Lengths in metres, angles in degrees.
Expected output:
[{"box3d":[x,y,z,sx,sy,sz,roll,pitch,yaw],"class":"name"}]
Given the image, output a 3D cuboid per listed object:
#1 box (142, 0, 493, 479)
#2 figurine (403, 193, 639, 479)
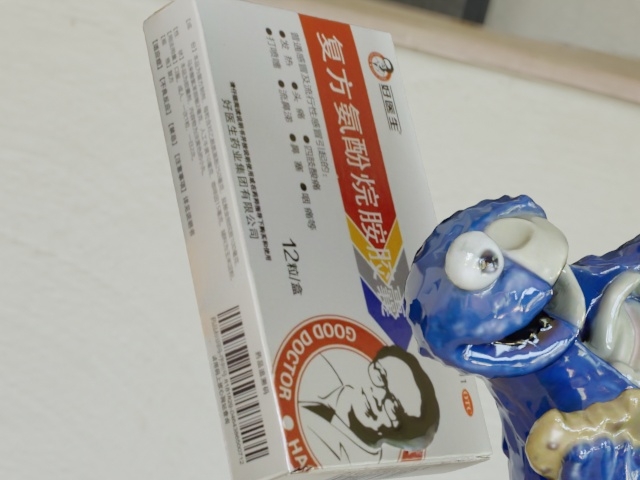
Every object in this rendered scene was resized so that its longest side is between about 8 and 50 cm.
[{"box3d":[0.000,0.000,1.123,0.214,0.353,0.069,4,-21,-45],"class":"box"},{"box3d":[0.113,0.057,0.553,0.121,0.164,0.262,17,-26,49],"class":"figurine"}]
